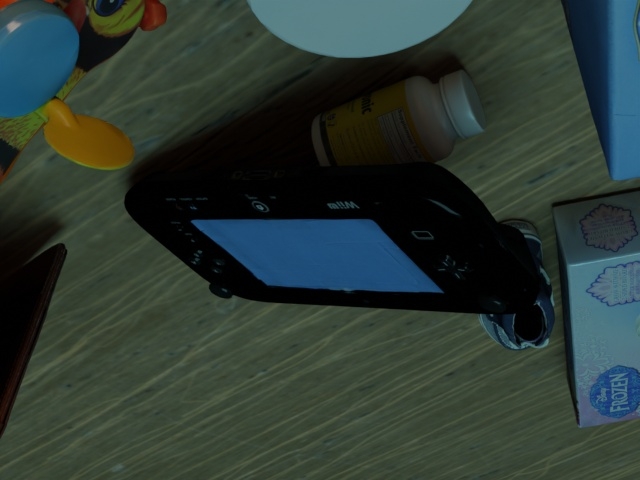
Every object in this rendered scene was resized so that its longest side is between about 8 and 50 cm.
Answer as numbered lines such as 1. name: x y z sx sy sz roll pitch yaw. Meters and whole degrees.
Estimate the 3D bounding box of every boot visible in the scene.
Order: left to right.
1. boot: 0.176 0.069 1.146 0.069 0.086 0.190 -11 145 7

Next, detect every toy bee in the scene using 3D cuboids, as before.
1. toy bee: -0.161 -0.119 0.763 0.298 0.195 0.162 -35 162 20

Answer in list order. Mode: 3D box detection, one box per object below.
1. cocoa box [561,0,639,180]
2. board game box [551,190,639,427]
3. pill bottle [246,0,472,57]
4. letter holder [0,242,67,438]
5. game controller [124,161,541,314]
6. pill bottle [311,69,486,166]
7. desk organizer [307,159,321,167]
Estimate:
1. cocoa box: 0.220 -0.229 0.602 0.231 0.228 0.347 -11 145 6
2. board game box: 0.381 0.052 1.172 0.318 0.066 0.318 -11 145 7
3. pill bottle: 0.006 -0.206 0.584 0.136 0.245 0.136 -4 145 -3
4. letter holder: -0.361 0.095 1.025 0.152 0.214 0.302 37 130 -23
5. game controller: 0.000 0.000 0.941 0.319 0.067 0.166 0 157 41
6. pill bottle: 0.058 -0.081 0.931 0.116 0.065 0.065 -20 143 18
7. desk organizer: 0.043 -0.019 1.029 0.130 0.050 0.047 26 134 -37
